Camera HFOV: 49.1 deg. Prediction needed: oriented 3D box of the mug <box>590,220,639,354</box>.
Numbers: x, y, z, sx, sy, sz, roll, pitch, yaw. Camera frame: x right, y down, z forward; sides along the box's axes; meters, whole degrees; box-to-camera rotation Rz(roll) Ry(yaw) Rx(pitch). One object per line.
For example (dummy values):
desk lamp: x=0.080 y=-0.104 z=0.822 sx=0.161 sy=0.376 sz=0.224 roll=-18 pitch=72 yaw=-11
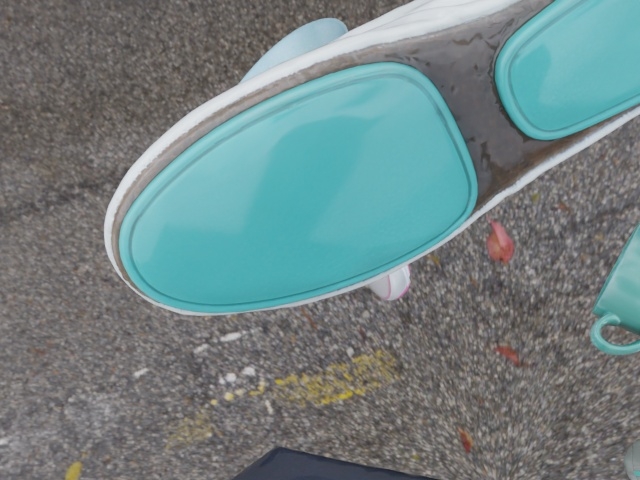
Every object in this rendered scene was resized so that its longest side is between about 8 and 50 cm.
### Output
mug: x=0.396 y=0.064 z=0.843 sx=0.097 sy=0.129 sz=0.158 roll=27 pitch=105 yaw=20

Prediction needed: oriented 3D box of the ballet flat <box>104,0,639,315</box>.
ballet flat: x=0.069 y=-0.085 z=0.397 sx=0.400 sy=0.139 sz=0.139 roll=-28 pitch=66 yaw=5

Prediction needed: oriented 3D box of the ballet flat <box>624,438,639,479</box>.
ballet flat: x=0.475 y=0.249 z=0.890 sx=0.213 sy=0.068 sz=0.072 roll=-24 pitch=85 yaw=-27

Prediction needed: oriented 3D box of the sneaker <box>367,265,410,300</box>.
sneaker: x=0.000 y=0.000 z=0.899 sx=0.252 sy=0.103 sz=0.111 roll=39 pitch=64 yaw=5

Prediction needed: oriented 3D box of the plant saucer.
plant saucer: x=-0.035 y=-0.127 z=0.681 sx=0.195 sy=0.037 sz=0.195 roll=-31 pitch=38 yaw=29

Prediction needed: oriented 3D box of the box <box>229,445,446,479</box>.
box: x=-0.022 y=0.299 z=0.297 sx=0.182 sy=0.296 sz=0.294 roll=-6 pitch=103 yaw=43
